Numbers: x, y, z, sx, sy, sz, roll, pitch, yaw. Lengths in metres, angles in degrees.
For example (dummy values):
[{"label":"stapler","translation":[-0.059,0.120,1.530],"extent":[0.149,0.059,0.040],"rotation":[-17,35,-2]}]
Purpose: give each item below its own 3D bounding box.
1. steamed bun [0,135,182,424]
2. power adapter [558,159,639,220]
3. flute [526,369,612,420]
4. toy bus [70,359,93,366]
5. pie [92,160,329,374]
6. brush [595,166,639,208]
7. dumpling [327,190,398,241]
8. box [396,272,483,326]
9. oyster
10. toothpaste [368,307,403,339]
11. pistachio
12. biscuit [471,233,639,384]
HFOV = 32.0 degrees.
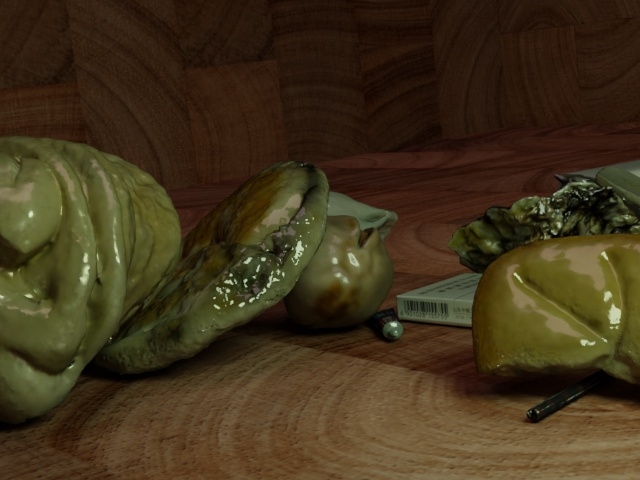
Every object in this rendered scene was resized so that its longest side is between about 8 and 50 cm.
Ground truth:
[{"label":"steamed bun","translation":[-0.317,0.016,1.163],"extent":[0.325,0.230,0.372],"rotation":[-26,22,21]},{"label":"power adapter","translation":[0.375,-0.031,1.483],"extent":[0.205,0.125,0.130],"rotation":[-11,10,-13]},{"label":"flute","translation":[0.260,0.116,0.996],"extent":[0.014,0.014,0.269],"rotation":[2,13,43]},{"label":"toy bus","translation":[-0.289,0.121,1.264],"extent":[0.038,0.046,0.083],"rotation":[-13,10,-33]},{"label":"pie","translation":[-0.119,0.033,1.265],"extent":[0.339,0.077,0.339],"rotation":[-36,19,14]},{"label":"brush","translation":[0.444,-0.018,1.296],"extent":[0.085,0.020,0.336],"rotation":[-19,34,-27]},{"label":"dumpling","translation":[0.000,0.000,1.660],"extent":[0.229,0.124,0.151],"rotation":[-3,-28,-11]},{"label":"box","translation":[0.220,0.069,1.254],"extent":[0.139,0.035,0.245],"rotation":[-13,10,-42]},{"label":"oyster","translation":[0.281,0.010,1.345],"extent":[0.214,0.083,0.223],"rotation":[26,-38,-32]},{"label":"toothpaste","translation":[0.074,0.093,1.262],"extent":[0.037,0.021,0.140],"rotation":[-16,7,-3]},{"label":"pistachio","translation":[0.011,0.038,1.314],"extent":[0.144,0.144,0.215],"rotation":[-8,3,-8]},{"label":"biscuit","translation":[0.265,0.062,0.931],"extent":[0.299,0.045,0.154],"rotation":[5,58,33]}]
